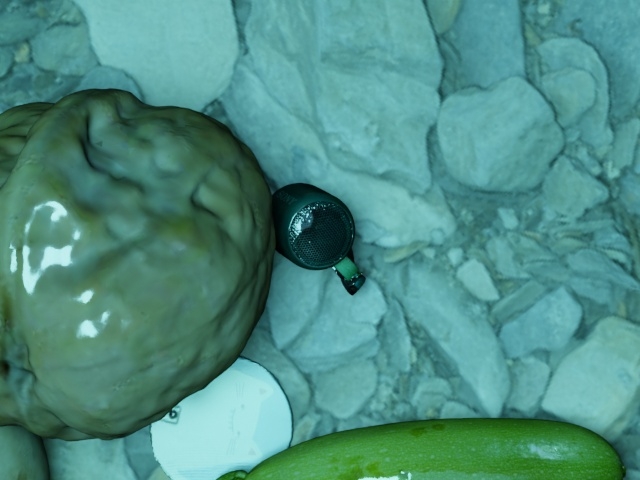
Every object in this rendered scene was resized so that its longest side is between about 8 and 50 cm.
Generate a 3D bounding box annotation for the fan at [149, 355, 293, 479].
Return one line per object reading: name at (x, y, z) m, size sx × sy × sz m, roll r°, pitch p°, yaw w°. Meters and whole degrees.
fan at (-0.108, 0.138, 0.976) m, size 0.175 × 0.005 × 0.113 m, roll 13°, pitch 84°, yaw 0°

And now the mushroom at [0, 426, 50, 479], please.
mushroom at (-0.307, 0.186, 0.898) m, size 0.204 × 0.204 × 0.204 m, roll 0°, pitch 84°, yaw 0°

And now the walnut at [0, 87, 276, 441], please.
walnut at (-0.161, 0.012, 0.873) m, size 0.273 × 0.273 × 0.227 m, roll -32°, pitch 113°, yaw -4°

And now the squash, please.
squash at (0.061, 0.181, 0.930) m, size 0.341 × 0.094 × 0.094 m, roll -4°, pitch 84°, yaw 0°

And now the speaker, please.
speaker at (0.004, -0.003, 0.960) m, size 0.094 × 0.075 × 0.060 m, roll 30°, pitch 92°, yaw -22°
